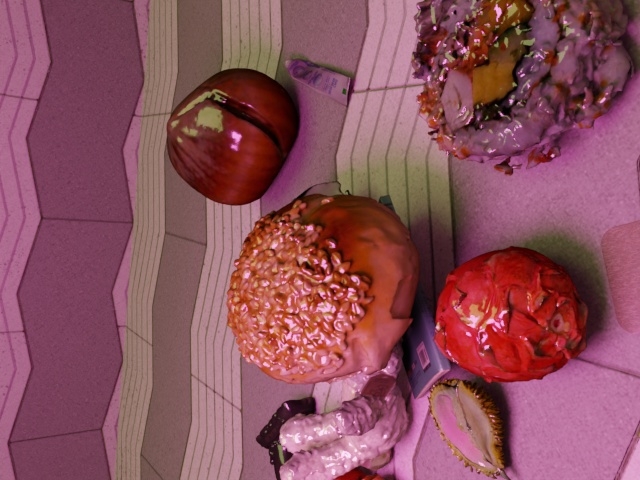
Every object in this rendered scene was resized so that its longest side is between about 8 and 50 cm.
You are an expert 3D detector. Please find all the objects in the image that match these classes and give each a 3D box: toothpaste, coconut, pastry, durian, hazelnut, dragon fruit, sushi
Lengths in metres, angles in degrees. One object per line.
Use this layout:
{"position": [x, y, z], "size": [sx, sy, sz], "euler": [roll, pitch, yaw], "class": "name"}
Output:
{"position": [-0.011, -0.445, 1.641], "size": [0.301, 0.048, 0.075], "euler": [41, 109, 44], "class": "toothpaste"}
{"position": [0.121, 0.486, 1.381], "size": [0.082, 0.083, 0.081], "euler": [22, 68, 41], "class": "coconut"}
{"position": [-0.011, 0.086, 1.133], "size": [0.410, 0.245, 0.409], "euler": [-21, 59, 38], "class": "pastry"}
{"position": [0.290, 0.346, 1.145], "size": [0.137, 0.096, 0.220], "euler": [-17, 97, 62], "class": "durian"}
{"position": [-0.253, -0.292, 1.740], "size": [0.359, 0.359, 0.409], "euler": [64, 144, 33], "class": "hazelnut"}
{"position": [0.317, 0.128, 1.018], "size": [0.252, 0.241, 0.240], "euler": [109, 146, -56], "class": "dragon fruit"}
{"position": [0.327, -0.315, 1.063], "size": [0.418, 0.176, 0.417], "euler": [-4, 85, 54], "class": "sushi"}

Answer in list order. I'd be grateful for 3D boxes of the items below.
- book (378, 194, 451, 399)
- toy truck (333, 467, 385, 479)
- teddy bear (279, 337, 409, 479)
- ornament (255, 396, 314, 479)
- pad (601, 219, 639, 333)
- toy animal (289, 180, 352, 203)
{"position": [0.171, 0.125, 1.269], "size": [0.264, 0.031, 0.379], "euler": [97, 159, -65], "class": "book"}
{"position": [0.076, 0.636, 1.355], "size": [0.239, 0.189, 0.264], "euler": [10, 104, 38], "class": "toy truck"}
{"position": [0.030, 0.293, 1.288], "size": [0.327, 0.376, 0.362], "euler": [-96, -15, -66], "class": "teddy bear"}
{"position": [-0.047, 0.582, 1.600], "size": [0.260, 0.106, 0.251], "euler": [56, 133, 32], "class": "ornament"}
{"position": [0.551, 0.038, 0.886], "size": [0.266, 0.002, 0.176], "euler": [-22, 71, 51], "class": "pad"}
{"position": [0.006, -0.005, 1.465], "size": [0.266, 0.213, 0.212], "euler": [113, 145, -60], "class": "toy animal"}
